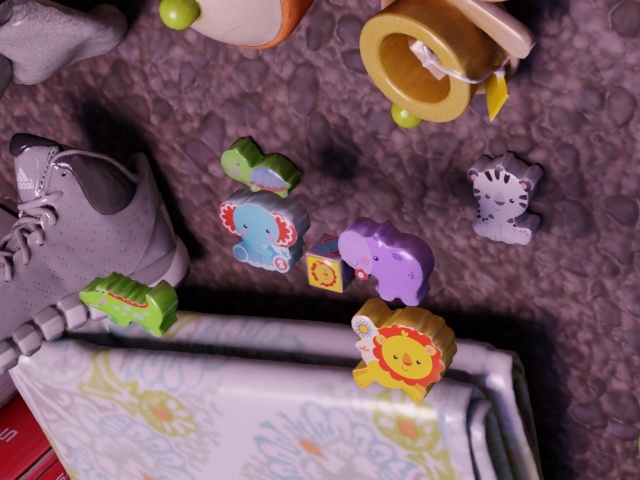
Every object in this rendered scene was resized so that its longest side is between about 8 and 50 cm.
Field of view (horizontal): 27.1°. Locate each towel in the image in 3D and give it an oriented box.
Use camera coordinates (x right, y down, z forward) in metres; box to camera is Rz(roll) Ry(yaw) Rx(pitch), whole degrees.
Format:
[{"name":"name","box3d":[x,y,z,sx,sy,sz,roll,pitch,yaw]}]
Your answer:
[{"name":"towel","box3d":[-0.013,0.186,0.924,0.374,0.090,0.321,3,128,28]}]

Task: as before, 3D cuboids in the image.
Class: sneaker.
[{"name":"sneaker","box3d":[-0.198,0.002,0.844,0.086,0.228,0.132,13,122,51]}]

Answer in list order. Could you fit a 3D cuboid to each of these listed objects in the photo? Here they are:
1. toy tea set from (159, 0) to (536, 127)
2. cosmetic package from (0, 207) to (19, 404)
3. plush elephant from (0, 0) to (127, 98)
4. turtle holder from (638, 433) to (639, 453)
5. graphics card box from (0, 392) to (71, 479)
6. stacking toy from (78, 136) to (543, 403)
[{"name":"toy tea set","box3d":[0.019,-0.159,0.588,0.200,0.124,0.336,37,153,8]},{"name":"cosmetic package","box3d":[-0.409,0.012,0.976,0.385,0.217,0.156,33,133,10]},{"name":"plush elephant","box3d":[-0.268,-0.154,0.770,0.255,0.271,0.330,79,170,-73]},{"name":"turtle holder","box3d":[0.324,0.211,0.672,0.320,0.243,0.228,46,121,47]},{"name":"graphics card box","box3d":[-0.241,0.325,1.079,0.094,0.233,0.371,14,129,30]},{"name":"stacking toy","box3d":[0.000,0.000,0.739,0.221,0.167,0.052,12,127,26]}]
